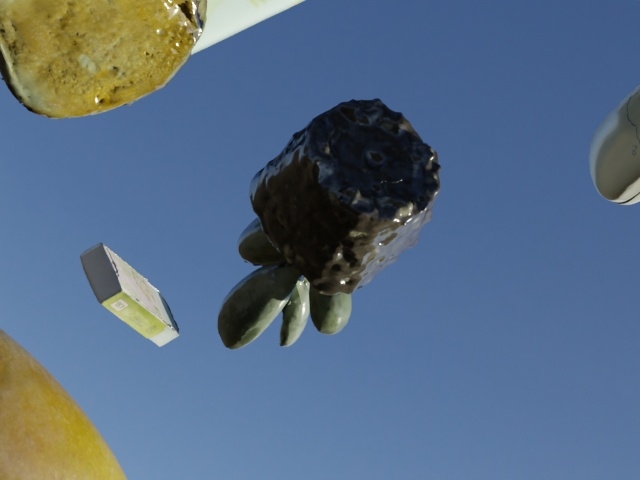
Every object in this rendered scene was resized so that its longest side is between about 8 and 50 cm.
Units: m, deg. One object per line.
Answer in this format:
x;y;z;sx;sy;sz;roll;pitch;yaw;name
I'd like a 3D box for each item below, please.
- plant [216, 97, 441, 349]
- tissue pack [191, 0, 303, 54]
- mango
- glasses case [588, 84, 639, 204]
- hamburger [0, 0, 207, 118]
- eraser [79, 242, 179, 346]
0.002;-0.001;1.365;0.149;0.146;0.274;56;-42;20;plant
-0.147;-0.365;1.631;0.162;0.388;0.287;-2;-66;44;tissue pack
-0.303;0.169;1.192;0.221;0.199;0.384;-37;-70;27;mango
0.339;-0.118;1.415;0.059;0.092;0.233;5;-30;-29;glasses case
-0.146;-0.165;0.972;0.131;0.159;0.185;-107;-175;-49;hamburger
-0.113;0.034;0.885;0.038;0.019;0.083;60;4;30;eraser
